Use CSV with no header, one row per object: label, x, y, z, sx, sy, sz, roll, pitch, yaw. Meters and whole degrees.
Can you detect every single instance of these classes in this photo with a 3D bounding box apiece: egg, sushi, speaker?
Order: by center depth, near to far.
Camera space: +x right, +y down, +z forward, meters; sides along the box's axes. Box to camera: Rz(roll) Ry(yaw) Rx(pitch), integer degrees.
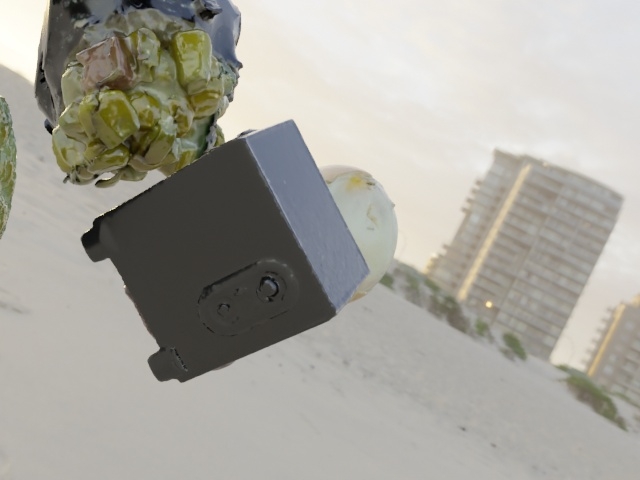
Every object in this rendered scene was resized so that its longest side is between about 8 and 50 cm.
speaker,-0.113,0.011,1.071,0.232,0.254,0.184,63,23,-5
egg,0.000,0.000,1.289,0.201,0.201,0.244,32,-37,-30
sushi,-0.255,-0.229,1.334,0.328,0.328,0.285,-6,54,-33

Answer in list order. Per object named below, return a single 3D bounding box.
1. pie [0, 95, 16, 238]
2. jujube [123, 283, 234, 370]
pie,-0.413,-0.058,0.929,0.105,0.274,0.257,10,-11,22
jujube,-0.216,0.111,1.434,0.236,0.168,0.168,42,-12,-32
